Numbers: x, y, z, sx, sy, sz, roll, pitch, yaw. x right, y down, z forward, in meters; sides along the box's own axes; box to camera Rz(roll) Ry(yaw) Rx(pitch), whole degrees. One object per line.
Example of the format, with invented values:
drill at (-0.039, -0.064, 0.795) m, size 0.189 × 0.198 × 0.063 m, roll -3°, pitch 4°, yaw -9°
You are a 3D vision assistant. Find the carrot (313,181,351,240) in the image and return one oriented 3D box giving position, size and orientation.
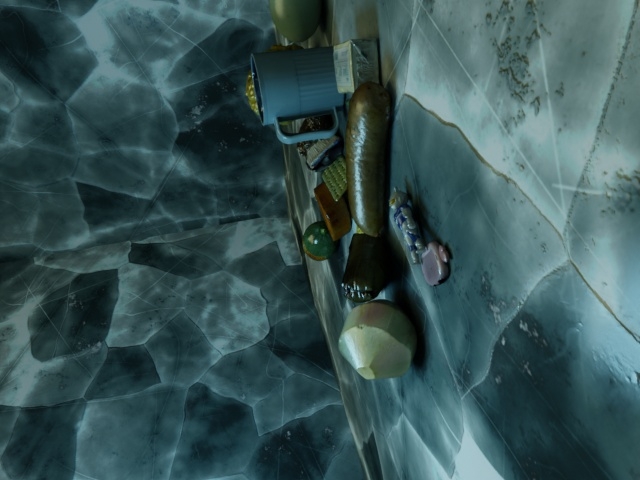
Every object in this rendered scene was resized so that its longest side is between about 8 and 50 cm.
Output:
carrot at (0.043, -0.127, 2.040) m, size 0.307 × 0.100 × 0.258 m, roll 105°, pitch 143°, yaw -76°

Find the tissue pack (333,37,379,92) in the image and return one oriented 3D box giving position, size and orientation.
tissue pack at (0.105, -0.510, 1.380) m, size 0.196 × 0.092 × 0.148 m, roll -121°, pitch 24°, yaw -69°

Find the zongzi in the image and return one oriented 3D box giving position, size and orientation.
zongzi at (0.158, 0.160, 1.554) m, size 0.286 × 0.139 × 0.299 m, roll -72°, pitch -22°, yaw -50°

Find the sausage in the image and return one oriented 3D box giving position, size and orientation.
sausage at (0.141, -0.228, 1.402) m, size 0.136 × 0.123 × 0.500 m, roll 37°, pitch 143°, yaw 39°

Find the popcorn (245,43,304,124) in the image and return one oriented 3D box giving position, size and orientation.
popcorn at (-0.143, -0.678, 2.063) m, size 0.382 × 0.349 × 0.348 m, roll -19°, pitch -79°, yaw -64°

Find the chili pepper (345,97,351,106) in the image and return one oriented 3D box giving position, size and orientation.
chili pepper at (0.112, -0.429, 1.469) m, size 0.227 × 0.088 × 0.059 m, roll -119°, pitch 35°, yaw -68°

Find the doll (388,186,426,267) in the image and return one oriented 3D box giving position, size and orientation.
doll at (0.226, -0.045, 1.246) m, size 0.114 × 0.057 × 0.227 m, roll 78°, pitch -179°, yaw -61°

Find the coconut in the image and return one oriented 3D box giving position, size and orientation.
coconut at (0.180, 0.321, 1.471) m, size 0.259 × 0.260 × 0.259 m, roll 169°, pitch 90°, yaw -81°

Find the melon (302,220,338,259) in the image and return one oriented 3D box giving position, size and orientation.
melon at (0.000, 0.000, 2.305) m, size 0.287 × 0.183 × 0.182 m, roll 103°, pitch 154°, yaw -64°

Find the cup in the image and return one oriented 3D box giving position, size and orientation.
cup at (-0.075, -0.555, 1.727) m, size 0.256 × 0.312 × 0.331 m, roll 91°, pitch 164°, yaw -53°

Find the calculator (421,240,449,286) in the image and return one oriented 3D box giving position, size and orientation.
calculator at (0.283, 0.058, 1.162) m, size 0.166 × 0.024 × 0.103 m, roll 97°, pitch 160°, yaw -66°

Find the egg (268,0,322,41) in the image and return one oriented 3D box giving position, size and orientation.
egg at (-0.095, -0.904, 1.782) m, size 0.202 × 0.203 × 0.282 m, roll -111°, pitch 12°, yaw -48°

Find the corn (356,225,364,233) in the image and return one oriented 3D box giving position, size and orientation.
corn at (0.160, -0.041, 1.662) m, size 0.085 × 0.063 × 0.165 m, roll -97°, pitch 5°, yaw -54°

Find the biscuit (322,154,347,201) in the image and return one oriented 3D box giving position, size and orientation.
biscuit at (0.069, -0.258, 1.875) m, size 0.139 × 0.016 × 0.231 m, roll -53°, pitch 32°, yaw 22°

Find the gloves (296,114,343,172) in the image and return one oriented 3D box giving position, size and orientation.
gloves at (-0.016, -0.435, 1.955) m, size 0.210 × 0.135 × 0.312 m, roll -59°, pitch 38°, yaw 28°
